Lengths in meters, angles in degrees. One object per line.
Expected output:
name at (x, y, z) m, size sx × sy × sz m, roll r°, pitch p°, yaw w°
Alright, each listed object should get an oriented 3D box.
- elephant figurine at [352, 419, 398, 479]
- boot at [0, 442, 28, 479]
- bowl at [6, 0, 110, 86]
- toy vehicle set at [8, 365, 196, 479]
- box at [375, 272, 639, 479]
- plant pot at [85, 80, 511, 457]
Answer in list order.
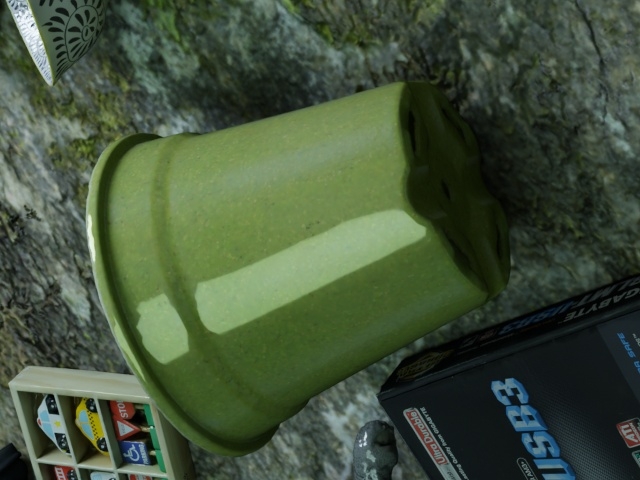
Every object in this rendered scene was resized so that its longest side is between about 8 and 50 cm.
elephant figurine at (0.011, 0.299, 1.671) m, size 0.239 × 0.186 × 0.169 m, roll 65°, pitch 168°, yaw -6°
boot at (-0.309, 0.343, 1.861) m, size 0.207 × 0.094 × 0.246 m, roll 45°, pitch 128°, yaw 6°
bowl at (-0.216, -0.218, 1.483) m, size 0.080 × 0.170 × 0.170 m, roll -24°, pitch 112°, yaw -10°
toy vehicle set at (-0.198, 0.250, 1.801) m, size 0.166 × 0.035 × 0.267 m, roll 2°, pitch 119°, yaw 26°
box at (0.240, 0.191, 1.519) m, size 0.293 × 0.073 × 0.295 m, roll -22°, pitch 106°, yaw 34°
plant pot at (0.000, 0.000, 1.431) m, size 0.254 × 0.276 × 0.276 m, roll -23°, pitch 107°, yaw 23°
